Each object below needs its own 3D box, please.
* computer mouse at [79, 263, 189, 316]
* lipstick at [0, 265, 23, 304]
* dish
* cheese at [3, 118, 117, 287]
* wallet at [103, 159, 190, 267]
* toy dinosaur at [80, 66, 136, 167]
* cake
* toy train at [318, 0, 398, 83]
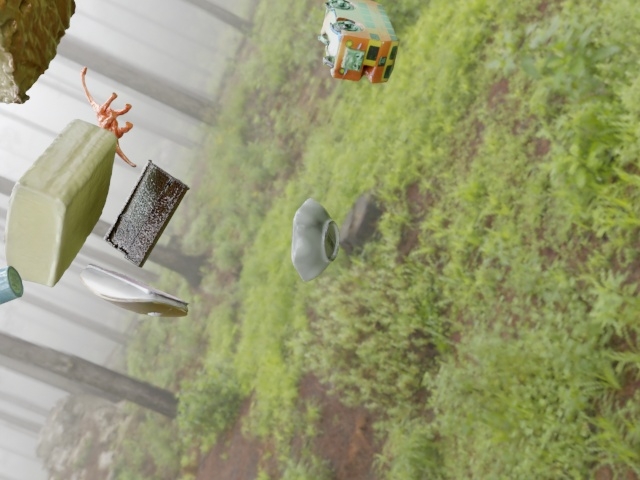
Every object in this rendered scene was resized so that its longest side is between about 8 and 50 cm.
[{"bbox_3d":[-0.345,0.100,1.356,0.245,0.126,0.056,14,83,40],"label":"computer mouse"},{"bbox_3d":[-0.655,0.111,1.269,0.061,0.274,0.068,73,179,-59],"label":"lipstick"},{"bbox_3d":[0.000,0.000,1.668,0.191,0.066,0.190,3,-90,-67],"label":"dish"},{"bbox_3d":[-0.521,-0.079,1.493,0.265,0.124,0.242,-78,13,-52],"label":"cheese"},{"bbox_3d":[-0.437,-0.066,1.838,0.243,0.133,0.039,-56,-11,14],"label":"wallet"},{"bbox_3d":[-0.458,-0.275,1.596,0.101,0.055,0.279,-34,65,30],"label":"toy dinosaur"},{"bbox_3d":[-0.656,-0.456,1.353,0.293,0.307,0.314,97,-177,-49],"label":"cake"},{"bbox_3d":[0.052,-0.298,1.075,0.188,0.099,0.072,-97,14,-52],"label":"toy train"}]
